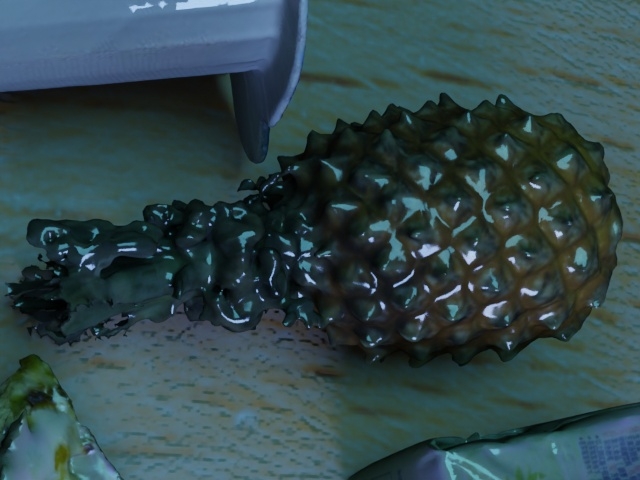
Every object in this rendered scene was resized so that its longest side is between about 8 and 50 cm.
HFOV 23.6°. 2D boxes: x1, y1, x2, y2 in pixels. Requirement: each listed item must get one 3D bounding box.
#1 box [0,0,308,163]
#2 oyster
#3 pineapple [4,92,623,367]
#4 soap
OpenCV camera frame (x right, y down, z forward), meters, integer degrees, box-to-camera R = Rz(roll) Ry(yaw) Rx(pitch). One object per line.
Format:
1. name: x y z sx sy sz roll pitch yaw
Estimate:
1. box: -0.138 -0.167 0.879 0.206 0.291 0.262 -9 36 -14
2. oyster: -0.154 0.182 0.827 0.133 0.072 0.209 -35 107 -42
3. pineapple: 0.000 0.000 0.901 0.361 0.175 0.175 -3 74 -26
4. soap: 0.138 0.206 0.907 0.182 0.138 0.199 -8 77 -25
